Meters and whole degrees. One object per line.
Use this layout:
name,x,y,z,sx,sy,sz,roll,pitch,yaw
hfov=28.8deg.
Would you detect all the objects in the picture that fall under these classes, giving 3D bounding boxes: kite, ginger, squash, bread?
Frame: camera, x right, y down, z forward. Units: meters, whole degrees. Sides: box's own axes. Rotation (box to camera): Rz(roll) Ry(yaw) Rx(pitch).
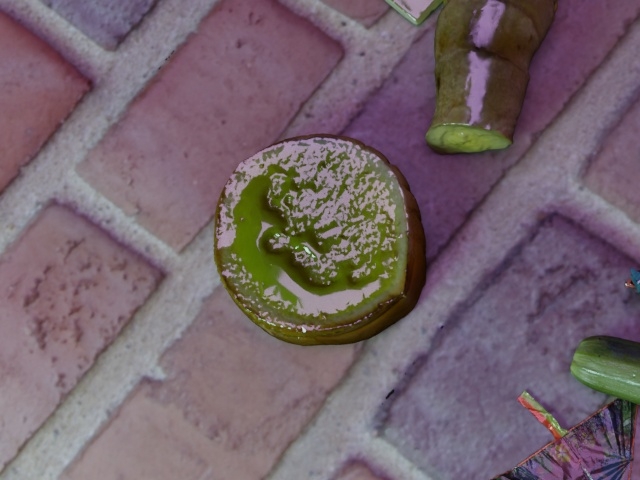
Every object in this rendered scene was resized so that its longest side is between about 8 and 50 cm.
kite,0.252,0.213,1.242,0.190,0.010,0.159,-31,71,-4
ginger,0.181,-0.219,1.325,0.109,0.116,0.263,6,77,51
squash,0.353,0.144,1.197,0.228,0.066,0.066,17,77,28
bread,0.000,0.000,1.303,0.236,0.070,0.236,-2,73,6

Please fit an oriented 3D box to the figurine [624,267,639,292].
figurine,0.369,0.068,1.233,0.068,0.075,0.140,-40,71,-4

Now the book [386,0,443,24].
book,0.147,-0.439,1.425,0.239,0.035,0.352,43,83,14
